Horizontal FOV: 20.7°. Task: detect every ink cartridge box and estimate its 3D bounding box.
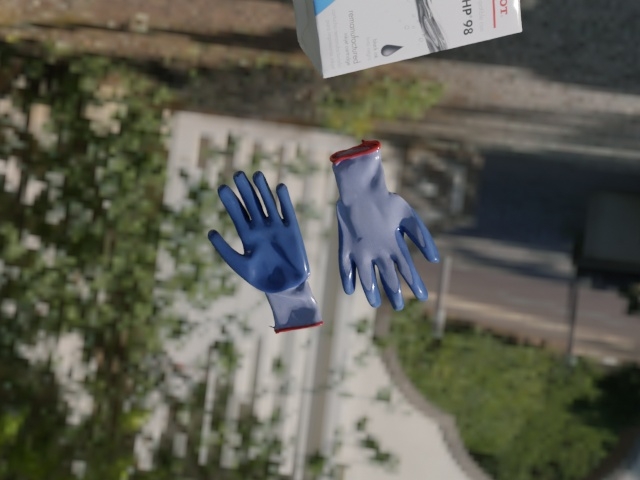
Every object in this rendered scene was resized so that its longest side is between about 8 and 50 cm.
[{"bbox_3d":[0.072,-0.184,1.167,0.180,0.104,0.060,-15,-147,-11],"label":"ink cartridge box"}]

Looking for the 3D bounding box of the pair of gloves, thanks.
[{"bbox_3d":[0.000,0.000,1.534,0.198,0.159,0.023,-13,-163,21],"label":"pair of gloves"}]
